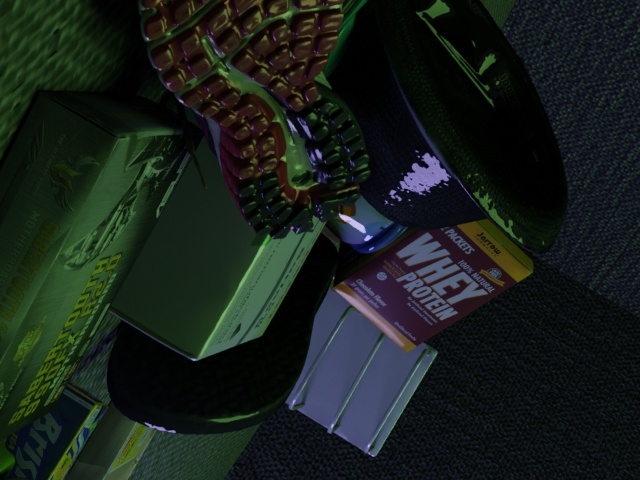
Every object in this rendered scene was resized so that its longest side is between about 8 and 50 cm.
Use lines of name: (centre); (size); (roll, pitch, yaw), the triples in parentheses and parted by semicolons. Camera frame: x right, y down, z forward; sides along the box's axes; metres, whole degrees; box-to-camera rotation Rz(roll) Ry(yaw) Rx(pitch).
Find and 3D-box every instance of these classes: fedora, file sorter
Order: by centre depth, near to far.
fedora: (0.102, -0.115, 1.319); (0.152, 0.334, 0.334); (-26, -169, 27)
file sorter: (0.009, 0.178, 2.057); (0.193, 0.277, 0.173); (-59, 172, -2)

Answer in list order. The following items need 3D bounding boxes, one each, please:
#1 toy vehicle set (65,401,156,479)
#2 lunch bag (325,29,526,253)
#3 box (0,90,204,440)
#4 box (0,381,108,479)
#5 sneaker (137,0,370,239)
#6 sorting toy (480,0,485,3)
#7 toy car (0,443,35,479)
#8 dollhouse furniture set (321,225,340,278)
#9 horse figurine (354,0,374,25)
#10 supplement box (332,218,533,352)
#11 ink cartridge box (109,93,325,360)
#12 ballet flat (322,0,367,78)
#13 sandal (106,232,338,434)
toy vehicle set: (-0.217, 0.214, 1.517); (0.267, 0.035, 0.166); (-59, 174, 2)
lunch bag: (0.094, -0.141, 1.549); (0.303, 0.115, 0.243); (-48, -161, 3)
box: (-0.170, 0.019, 0.847); (0.231, 0.056, 0.183); (-60, 174, 9)
box: (-0.241, 0.188, 1.079); (0.169, 0.059, 0.054); (-58, 175, -7)
sneaker: (-0.054, -0.122, 0.827); (0.120, 0.112, 0.299); (-25, 145, -10)
sorting toy: (0.187, -0.374, 1.687); (0.255, 0.089, 0.257); (-56, 173, -34)
toy car: (-0.255, 0.266, 0.973); (0.188, 0.155, 0.149); (-50, 175, 5)
dollhouse furniture set: (0.000, 0.000, 1.826); (0.144, 0.123, 0.151); (-59, 174, -4)
horse figurine: (0.090, -0.276, 1.490); (0.263, 0.066, 0.174); (-56, 179, 29)
supplement box: (0.133, -0.013, 1.584); (0.191, 0.129, 0.194); (-36, -155, 29)
ink cartridge box: (-0.071, -0.028, 1.118); (0.211, 0.121, 0.289); (-60, 174, 3)
ballet flat: (0.005, -0.199, 1.130); (0.072, 0.068, 0.213); (-52, 180, -23)
sandal: (-0.087, 0.102, 1.401); (0.107, 0.167, 0.446); (-67, 172, 26)
